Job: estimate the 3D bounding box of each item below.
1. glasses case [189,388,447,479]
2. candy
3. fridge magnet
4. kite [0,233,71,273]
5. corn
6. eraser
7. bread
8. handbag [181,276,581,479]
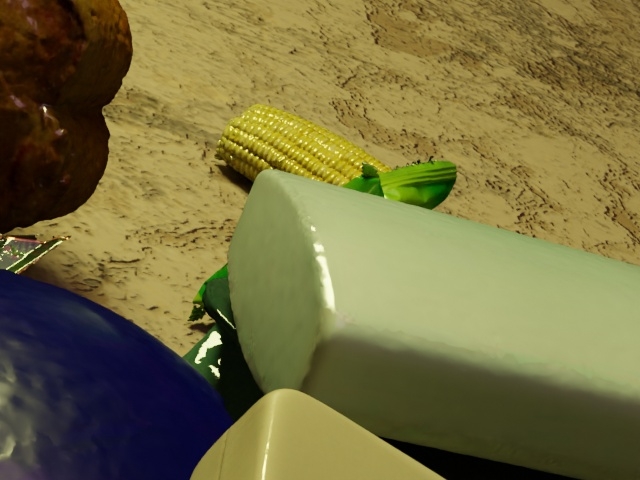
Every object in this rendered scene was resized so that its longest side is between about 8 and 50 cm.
[{"bbox_3d":[0.085,0.208,0.907,0.336,0.076,0.144,34,30,-16],"label":"glasses case"},{"bbox_3d":[0.001,0.001,1.246,0.102,0.178,0.032,-4,65,-55],"label":"candy"},{"bbox_3d":[-0.158,0.104,0.953,0.265,0.112,0.265,21,25,-10],"label":"fridge magnet"},{"bbox_3d":[-0.260,0.023,1.079,0.241,0.014,0.183,-5,47,-9],"label":"kite"},{"bbox_3d":[0.000,-0.048,1.463,0.165,0.063,0.085,30,49,15],"label":"corn"},{"bbox_3d":[0.103,0.056,1.094,0.290,0.104,0.189,14,28,-22],"label":"eraser"},{"bbox_3d":[-0.231,-0.113,1.193,0.247,0.232,0.135,27,11,23],"label":"bread"},{"bbox_3d":[0.082,0.132,1.151,0.326,0.089,0.238,39,28,31],"label":"handbag"}]
